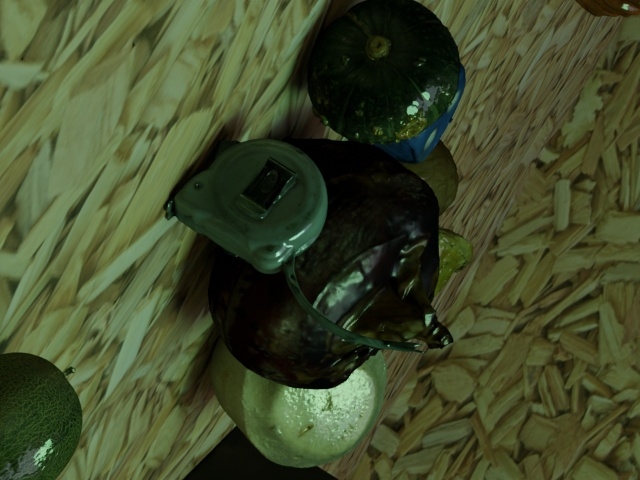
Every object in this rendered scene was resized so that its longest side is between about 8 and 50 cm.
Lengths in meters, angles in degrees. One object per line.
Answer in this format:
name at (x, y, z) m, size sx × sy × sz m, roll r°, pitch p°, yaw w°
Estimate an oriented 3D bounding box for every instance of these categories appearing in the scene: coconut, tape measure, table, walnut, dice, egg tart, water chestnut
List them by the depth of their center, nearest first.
tape measure at (-0.001, 0.000, 1.728) m, size 0.164 × 0.330 × 0.084 m, roll -56°, pitch 168°, yaw -17°
water chestnut at (0.031, 0.050, 1.945) m, size 0.335 × 0.347 × 0.335 m, roll -42°, pitch 154°, yaw -26°
dice at (0.106, -0.196, 2.059) m, size 0.146 × 0.146 × 0.143 m, roll -56°, pitch 167°, yaw -11°
coconut at (-0.039, 0.190, 2.210) m, size 0.237 × 0.237 × 0.266 m, roll -61°, pitch -156°, yaw 8°
egg tart at (0.086, 0.038, 2.238) m, size 0.291 × 0.291 × 0.107 m, roll 69°, pitch 21°, yaw -72°
walnut at (0.116, -0.091, 2.281) m, size 0.207 × 0.167 × 0.167 m, roll -11°, pitch 132°, yaw -59°
table at (-0.146, 0.502, 2.550) m, size 0.250 × 0.196 × 0.282 m, roll -43°, pitch 159°, yaw -50°

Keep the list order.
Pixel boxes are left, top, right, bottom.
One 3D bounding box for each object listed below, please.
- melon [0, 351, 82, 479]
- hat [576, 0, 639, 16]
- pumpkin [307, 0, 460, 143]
melon at (-0.304, 0.182, 1.466) m, size 0.192 × 0.139 × 0.139 m, roll -45°, pitch 160°, yaw -35°
hat at (0.378, -0.499, 2.011) m, size 0.285 × 0.400 × 0.285 m, roll -35°, pitch -167°, yaw 10°
pumpkin at (0.077, -0.205, 1.868) m, size 0.190 × 0.190 × 0.146 m, roll -60°, pitch 163°, yaw 7°
